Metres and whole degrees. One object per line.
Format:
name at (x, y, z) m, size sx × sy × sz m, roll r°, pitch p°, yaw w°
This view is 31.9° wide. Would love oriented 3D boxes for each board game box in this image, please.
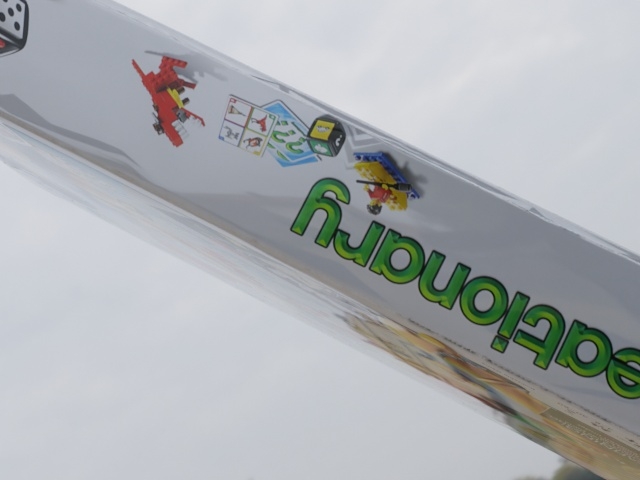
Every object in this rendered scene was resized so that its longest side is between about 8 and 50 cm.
board game box at (0.000, 0.000, 0.420) m, size 0.053 × 0.305 × 0.193 m, roll -62°, pitch -9°, yaw -8°
